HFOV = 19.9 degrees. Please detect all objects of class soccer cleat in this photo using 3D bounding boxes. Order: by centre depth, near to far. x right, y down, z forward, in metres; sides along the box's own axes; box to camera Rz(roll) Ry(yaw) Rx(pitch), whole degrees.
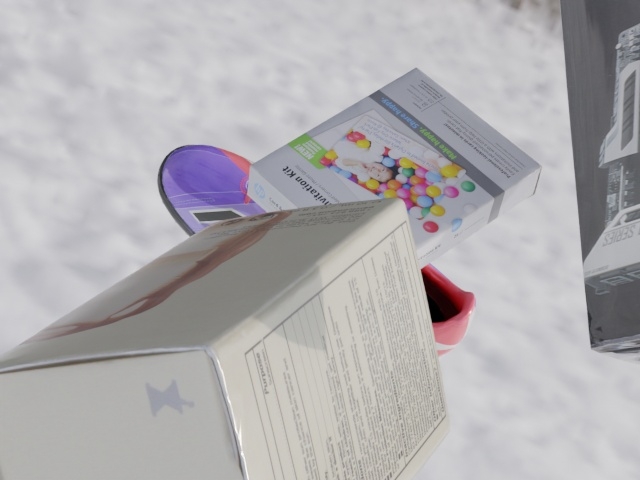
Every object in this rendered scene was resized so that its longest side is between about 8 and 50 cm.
[{"bbox_3d":[0.000,0.000,1.660,0.318,0.109,0.116,35,-30,-5],"label":"soccer cleat"}]

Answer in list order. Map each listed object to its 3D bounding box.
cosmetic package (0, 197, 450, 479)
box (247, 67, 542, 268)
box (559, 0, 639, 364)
[{"bbox_3d":[-0.041,0.086,0.939,0.129,0.153,0.296,-7,10,20],"label":"cosmetic package"},{"bbox_3d":[0.058,-0.047,1.433,0.186,0.038,0.145,-32,60,-29],"label":"box"},{"bbox_3d":[0.230,-0.113,0.825,0.242,0.307,0.076,-13,-18,35],"label":"box"}]
